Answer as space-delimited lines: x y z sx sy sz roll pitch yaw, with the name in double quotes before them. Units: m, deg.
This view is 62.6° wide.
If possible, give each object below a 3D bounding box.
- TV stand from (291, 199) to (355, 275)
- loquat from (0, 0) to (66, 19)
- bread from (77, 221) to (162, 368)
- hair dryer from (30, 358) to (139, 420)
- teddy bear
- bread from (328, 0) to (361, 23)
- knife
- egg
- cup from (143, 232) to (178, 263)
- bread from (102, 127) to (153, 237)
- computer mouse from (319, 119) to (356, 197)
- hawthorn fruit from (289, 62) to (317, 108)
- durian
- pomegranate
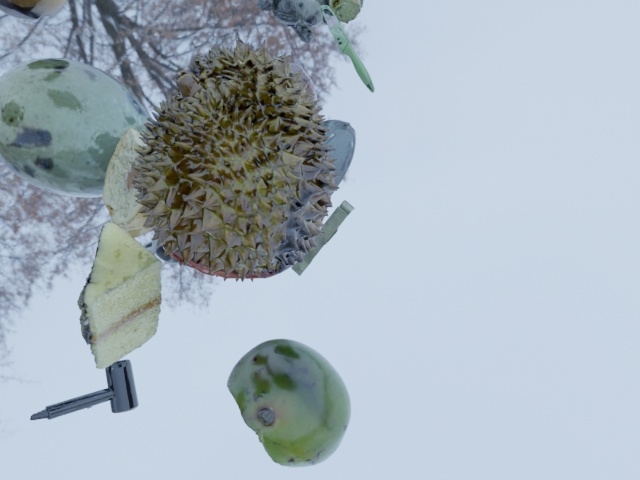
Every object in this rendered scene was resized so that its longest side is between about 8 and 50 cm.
"TV stand" 0.000 0.000 1.352 0.036 0.249 0.042 41 -150 4
"loquat" -0.763 -0.688 1.351 0.235 0.235 0.235 -10 -138 9
"bread" -0.360 0.104 0.954 0.142 0.266 0.178 -3 -125 -24
"hair dryer" -0.585 0.385 1.313 0.255 0.128 0.070 -5 176 -45
"teddy bear" -0.007 -0.563 1.269 0.251 0.171 0.144 -32 -122 3
"bread" 0.050 -0.507 1.113 0.066 0.060 0.110 -13 -136 13
"knife" 0.058 -0.398 1.105 0.030 0.207 0.014 -23 -155 26
"egg" -0.628 -0.284 1.360 0.428 0.345 0.345 15 -134 1
"cup" -0.379 -0.009 1.333 0.136 0.099 0.133 10 -165 -4
"bread" -0.395 -0.109 1.257 0.211 0.224 0.183 -44 -121 23
"computer mouse" -0.045 -0.175 1.426 0.374 0.203 0.114 -56 -132 17
"hawthorn fruit" -0.097 -0.427 1.596 0.208 0.208 0.248 -24 -151 -8
"durian" -0.126 -0.107 0.840 0.348 0.384 0.347 -11 -127 15
"pomegranate" -0.042 0.364 1.282 0.310 0.358 0.216 45 -73 17
